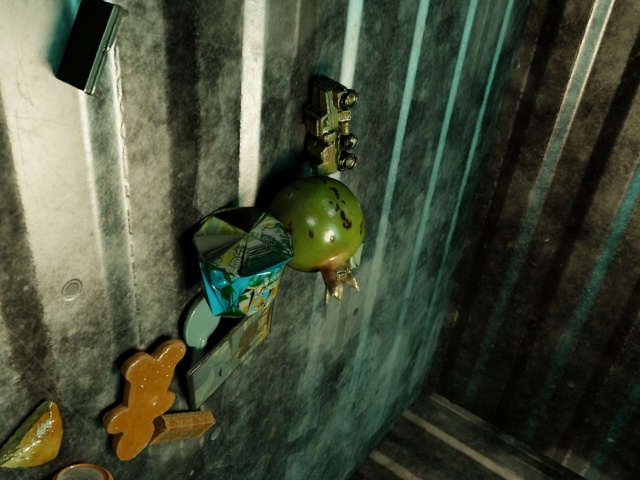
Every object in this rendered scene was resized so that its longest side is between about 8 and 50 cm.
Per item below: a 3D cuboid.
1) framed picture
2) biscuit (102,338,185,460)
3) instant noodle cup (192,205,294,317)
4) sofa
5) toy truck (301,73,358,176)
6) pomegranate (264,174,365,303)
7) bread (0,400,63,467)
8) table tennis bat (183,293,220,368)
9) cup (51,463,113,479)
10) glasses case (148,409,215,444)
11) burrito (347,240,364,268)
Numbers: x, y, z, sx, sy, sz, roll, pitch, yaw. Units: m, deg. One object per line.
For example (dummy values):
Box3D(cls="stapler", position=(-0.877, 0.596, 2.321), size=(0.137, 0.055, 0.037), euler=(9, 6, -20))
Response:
Box3D(cls="framed picture", position=(-0.248, 0.314, 1.699), size=(0.347, 0.016, 0.265), euler=(-44, 160, -34))
Box3D(cls="biscuit", position=(-0.439, 0.393, 1.455), size=(0.205, 0.049, 0.324), euler=(-15, 126, -55))
Box3D(cls="instant noodle cup", position=(-0.188, 0.058, 1.438), size=(0.240, 0.240, 0.178), euler=(-40, 152, -39))
Box3D(cls="sofa", position=(-0.354, -0.306, 0.960), size=(0.060, 0.085, 0.147), euler=(10, 104, -59))
Box3D(cls="toy truck", position=(0.018, -0.300, 1.591), size=(0.127, 0.127, 0.257), euler=(-25, 135, -30))
Box3D(cls="pomegranate", position=(0.004, -0.021, 1.574), size=(0.290, 0.323, 0.291), euler=(-22, 140, -20))
Box3D(cls="bread", position=(-0.577, 0.420, 1.232), size=(0.154, 0.054, 0.136), euler=(-47, 152, -24))
Box3D(cls="table tennis bat", position=(-0.310, 0.239, 1.565), size=(0.149, 0.038, 0.237), euler=(-33, 139, -58))
Box3D(cls="cup", position=(-0.572, 0.652, 1.347), size=(0.226, 0.182, 0.264), euler=(5, 104, -28))
Box3D(cls="glasses case", position=(-0.382, 0.507, 1.641), size=(0.075, 0.049, 0.218), euler=(-42, 155, 11))
Box3D(cls="burrito", position=(0.121, 0.053, 2.155), size=(0.074, 0.044, 0.118), euler=(-21, 129, -50))
